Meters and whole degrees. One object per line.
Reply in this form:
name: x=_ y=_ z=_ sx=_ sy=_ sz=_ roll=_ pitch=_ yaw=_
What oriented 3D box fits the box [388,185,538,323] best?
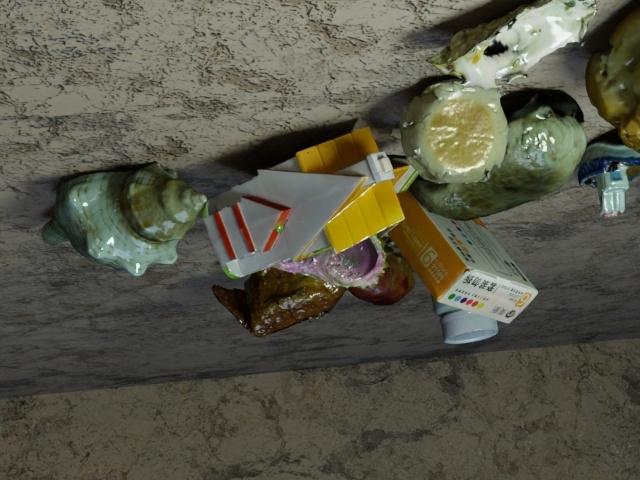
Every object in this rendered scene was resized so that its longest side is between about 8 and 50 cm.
box: x=0.229 y=0.012 z=1.868 sx=0.221 sy=0.274 sz=0.091 roll=17 pitch=119 yaw=-45

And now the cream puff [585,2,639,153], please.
cream puff: x=0.529 y=-0.203 z=1.393 sx=0.343 sy=0.231 sz=0.327 roll=-17 pitch=165 yaw=26

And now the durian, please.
durian: x=0.004 y=-0.014 z=1.907 sx=0.260 sy=0.153 sz=0.186 roll=22 pitch=138 yaw=-16

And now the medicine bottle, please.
medicine bottle: x=0.312 y=0.105 z=2.332 sx=0.139 sy=0.225 sz=0.139 roll=-8 pitch=162 yaw=-3

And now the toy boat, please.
toy boat: x=0.529 y=-0.118 z=1.880 sx=0.114 sy=0.115 sz=0.262 roll=-7 pitch=164 yaw=-5

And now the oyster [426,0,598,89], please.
oyster: x=0.249 y=-0.262 z=1.349 sx=0.209 sy=0.072 sz=0.133 roll=-36 pitch=148 yaw=18

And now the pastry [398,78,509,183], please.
pastry: x=0.195 y=-0.157 z=1.532 sx=0.166 sy=0.165 sz=0.088 roll=-5 pitch=-170 yaw=-13

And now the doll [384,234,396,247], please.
doll: x=0.113 y=-0.001 z=2.112 sx=0.209 sy=0.097 sz=0.137 roll=-28 pitch=150 yaw=37

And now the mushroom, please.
mushroom: x=0.289 y=-0.117 z=1.711 sx=0.247 sy=0.130 sz=0.344 roll=-10 pitch=167 yaw=-41

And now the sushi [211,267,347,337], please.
sushi: x=-0.064 y=0.096 z=2.229 sx=0.296 sy=0.179 sz=0.167 roll=-27 pitch=145 yaw=26

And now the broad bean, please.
broad bean: x=0.127 y=0.084 z=2.354 sx=0.156 sy=0.122 sz=0.228 roll=-16 pitch=159 yaw=16

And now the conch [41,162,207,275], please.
conch: x=-0.331 y=-0.025 z=1.681 sx=0.386 sy=0.169 sz=0.203 roll=-21 pitch=131 yaw=26

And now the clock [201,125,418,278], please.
clock: x=0.009 y=-0.060 z=1.659 sx=0.309 sy=0.166 sz=0.235 roll=-23 pitch=178 yaw=33
